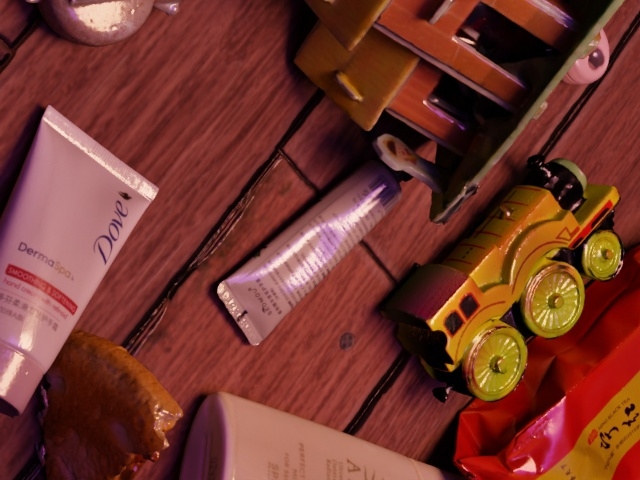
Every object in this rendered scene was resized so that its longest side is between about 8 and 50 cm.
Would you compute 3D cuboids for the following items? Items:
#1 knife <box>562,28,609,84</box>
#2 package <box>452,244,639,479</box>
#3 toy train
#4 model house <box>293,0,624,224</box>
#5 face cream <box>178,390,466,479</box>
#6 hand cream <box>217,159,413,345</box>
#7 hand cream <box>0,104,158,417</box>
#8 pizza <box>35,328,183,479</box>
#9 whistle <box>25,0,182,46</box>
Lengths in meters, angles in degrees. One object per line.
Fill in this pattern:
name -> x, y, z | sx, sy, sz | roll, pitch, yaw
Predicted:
knife -> 0.245, -0.325, 1.577 | 0.081, 0.043, 0.336 | -31, 113, -34
package -> 0.314, 0.176, 1.667 | 0.423, 0.123, 0.196 | -43, 118, -22
toy train -> 0.201, 0.034, 1.572 | 0.296, 0.100, 0.160 | -45, 120, -21
model house -> 0.078, -0.269, 1.418 | 0.323, 0.340, 0.300 | 30, 122, -13
face cream -> 0.017, 0.275, 1.480 | 0.348, 0.081, 0.174 | 25, 60, -36
hand cream -> 0.000, 0.000, 1.457 | 0.234, 0.050, 0.080 | -43, 121, -17
hand cream -> -0.232, 0.024, 1.276 | 0.133, 0.083, 0.248 | 37, 67, -37
pizza -> -0.187, 0.184, 1.321 | 0.069, 0.154, 0.194 | -17, 131, -52
whistle -> -0.155, -0.225, 1.291 | 0.220, 0.057, 0.107 | -13, 106, -36
